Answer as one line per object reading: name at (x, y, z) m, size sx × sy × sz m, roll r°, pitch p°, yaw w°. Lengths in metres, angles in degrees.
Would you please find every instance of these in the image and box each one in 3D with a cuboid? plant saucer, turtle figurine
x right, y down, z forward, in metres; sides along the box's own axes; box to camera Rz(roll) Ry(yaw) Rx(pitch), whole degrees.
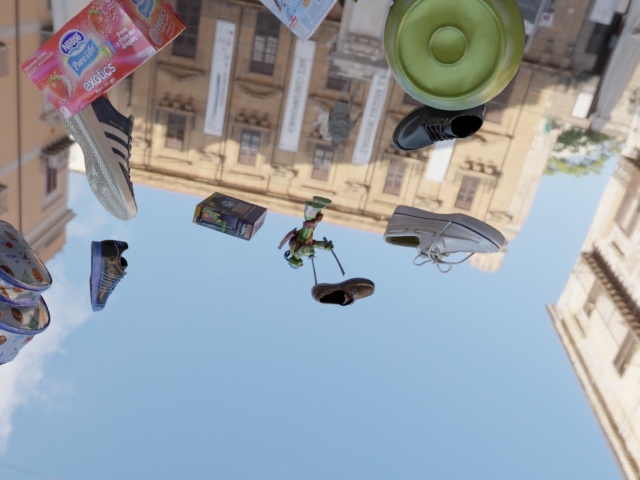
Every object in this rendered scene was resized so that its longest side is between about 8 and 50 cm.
plant saucer at (0.218, -0.331, 1.058) m, size 0.241 × 0.241 × 0.037 m, roll 18°, pitch -146°, yaw 13°
turtle figurine at (0.000, 0.000, 2.159) m, size 0.197 × 0.266 × 0.274 m, roll -5°, pitch -153°, yaw -40°

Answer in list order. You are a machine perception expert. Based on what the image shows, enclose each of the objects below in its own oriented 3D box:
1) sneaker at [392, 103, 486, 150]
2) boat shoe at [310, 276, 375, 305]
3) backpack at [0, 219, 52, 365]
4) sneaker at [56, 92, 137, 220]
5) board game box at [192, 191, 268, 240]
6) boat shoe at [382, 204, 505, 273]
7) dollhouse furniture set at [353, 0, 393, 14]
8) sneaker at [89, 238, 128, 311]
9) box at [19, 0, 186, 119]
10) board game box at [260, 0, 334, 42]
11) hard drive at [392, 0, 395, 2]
sneaker at (0.245, -0.243, 1.346) m, size 0.222 × 0.083 × 0.118 m, roll -26°, pitch -156°, yaw 28°
boat shoe at (0.069, 0.150, 1.725) m, size 0.183 × 0.066 × 0.066 m, roll -8°, pitch -154°, yaw -12°
backpack at (-0.616, 0.091, 1.138) m, size 0.263 × 0.213 × 0.276 m, roll 55°, pitch -173°, yaw 5°
sneaker at (-0.500, -0.225, 1.530) m, size 0.131 × 0.350 × 0.148 m, roll -1°, pitch -156°, yaw 38°
board game box at (-0.211, -0.061, 1.496) m, size 0.141 × 0.048 × 0.170 m, roll 17°, pitch -164°, yaw 1°
boat shoe at (0.303, 0.010, 1.662) m, size 0.367 × 0.156 × 0.136 m, roll 17°, pitch 160°, yaw 45°
dollhouse furniture set at (0.170, -0.455, 1.343) m, size 0.151 × 0.301 × 0.197 m, roll -25°, pitch -129°, yaw -15°
sneaker at (-0.551, 0.095, 1.636) m, size 0.090 × 0.232 × 0.081 m, roll -2°, pitch -139°, yaw -25°
box at (-0.445, -0.398, 1.291) m, size 0.300 × 0.142 × 0.154 m, roll -23°, pitch -154°, yaw 31°
board game box at (-0.073, -0.711, 1.560) m, size 0.318 × 0.318 × 0.066 m, roll 42°, pitch -126°, yaw -8°
hard drive at (0.265, -0.638, 1.547) m, size 0.254 × 0.172 × 0.054 m, roll 37°, pitch -142°, yaw 5°
